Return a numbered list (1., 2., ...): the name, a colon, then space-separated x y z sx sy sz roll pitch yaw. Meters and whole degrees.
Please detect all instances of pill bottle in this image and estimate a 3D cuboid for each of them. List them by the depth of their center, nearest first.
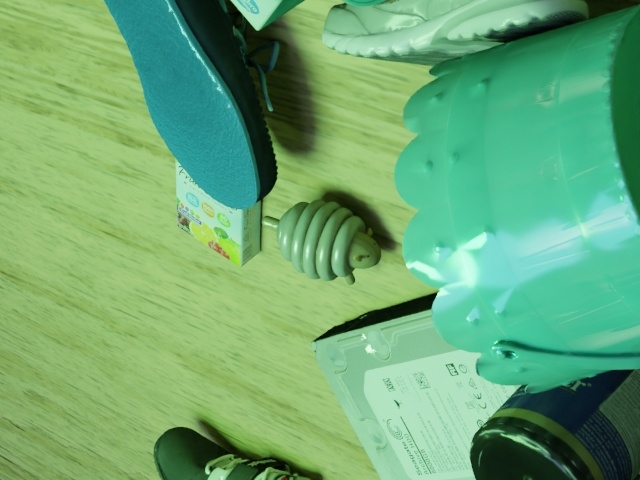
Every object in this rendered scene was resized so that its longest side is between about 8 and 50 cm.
1. pill bottle: 0.236 0.145 1.266 0.123 0.219 0.123 29 140 27

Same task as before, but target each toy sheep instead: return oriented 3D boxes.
1. toy sheep: 0.000 0.000 1.519 0.132 0.091 0.091 13 134 17

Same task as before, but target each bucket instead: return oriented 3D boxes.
1. bucket: 0.207 -0.034 1.088 0.183 0.281 0.281 -17 109 42

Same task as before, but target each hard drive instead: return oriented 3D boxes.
1. hard drive: 0.143 0.169 1.505 0.339 0.064 0.237 -20 99 58

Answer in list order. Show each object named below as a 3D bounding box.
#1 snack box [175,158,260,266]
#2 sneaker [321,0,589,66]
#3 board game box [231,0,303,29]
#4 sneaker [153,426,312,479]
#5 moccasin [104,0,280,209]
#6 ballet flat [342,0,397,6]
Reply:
1. snack box: -0.114 -0.050 1.640 0.100 0.037 0.141 31 141 24
2. sneaker: 0.109 -0.208 1.213 0.281 0.105 0.115 -4 86 50
3. board game box: -0.047 -0.367 1.230 0.254 0.079 0.336 49 146 1
4. sneaker: -0.071 0.327 1.901 0.330 0.122 0.146 39 126 18
5. moccasin: -0.109 -0.195 1.437 0.137 0.117 0.342 3 125 38
6. ballet flat: 0.138 -0.268 1.064 0.316 0.106 0.107 -17 121 18
